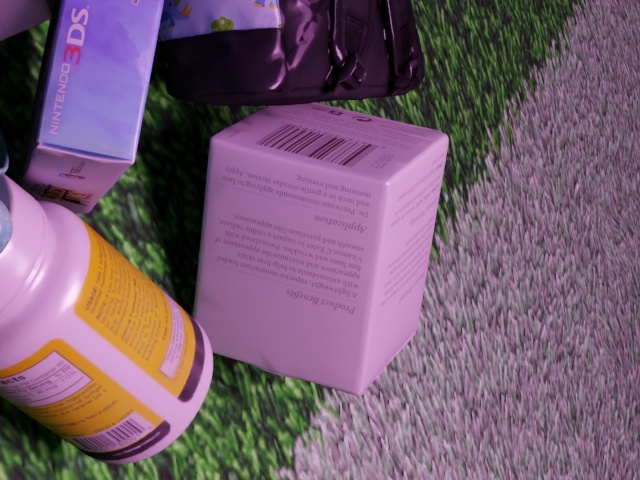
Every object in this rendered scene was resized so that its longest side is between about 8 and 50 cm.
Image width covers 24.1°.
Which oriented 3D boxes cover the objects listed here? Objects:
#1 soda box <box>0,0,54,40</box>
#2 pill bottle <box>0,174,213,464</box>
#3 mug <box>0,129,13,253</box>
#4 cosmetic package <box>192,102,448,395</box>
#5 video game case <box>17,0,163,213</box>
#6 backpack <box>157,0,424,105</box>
[{"bbox_3d":[-0.210,-0.181,0.936,0.216,0.069,0.074,-111,178,-67],"label":"soda box"},{"bbox_3d":[-0.170,0.049,0.955,0.208,0.119,0.119,47,39,-46],"label":"pill bottle"},{"bbox_3d":[-0.248,-0.060,0.836,0.129,0.097,0.157,55,6,-51],"label":"mug"},{"bbox_3d":[0.000,0.000,1.207,0.151,0.151,0.183,-39,141,-61],"label":"cosmetic package"},{"bbox_3d":[-0.135,-0.164,0.948,0.244,0.061,0.269,157,-57,-76],"label":"video game case"},{"bbox_3d":[-0.055,-0.298,1.230,0.290,0.273,0.355,-17,112,-59],"label":"backpack"}]
